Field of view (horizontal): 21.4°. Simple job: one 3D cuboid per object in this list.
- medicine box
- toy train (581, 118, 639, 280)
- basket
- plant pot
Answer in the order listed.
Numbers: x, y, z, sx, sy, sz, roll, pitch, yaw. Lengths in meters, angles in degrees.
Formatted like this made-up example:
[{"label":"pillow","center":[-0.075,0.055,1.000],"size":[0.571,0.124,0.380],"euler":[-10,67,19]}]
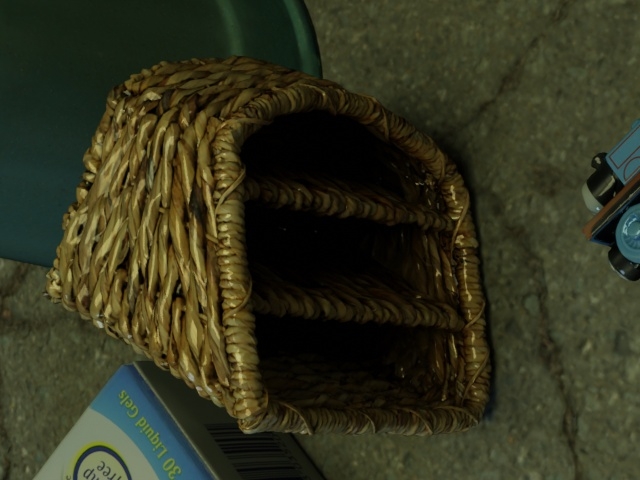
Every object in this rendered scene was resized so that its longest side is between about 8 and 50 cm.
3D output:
[{"label":"medicine box","center":[-0.120,0.287,1.355],"size":[0.289,0.149,0.263],"euler":[-52,59,20]},{"label":"toy train","center":[0.254,-0.056,1.159],"size":[0.184,0.080,0.105],"euler":[-48,52,26]},{"label":"basket","center":[0.000,0.000,1.200],"size":[0.223,0.299,0.213],"euler":[28,101,37]},{"label":"plant pot","center":[-0.234,-0.122,1.362],"size":[0.341,0.334,0.341],"euler":[-3,85,37]}]
